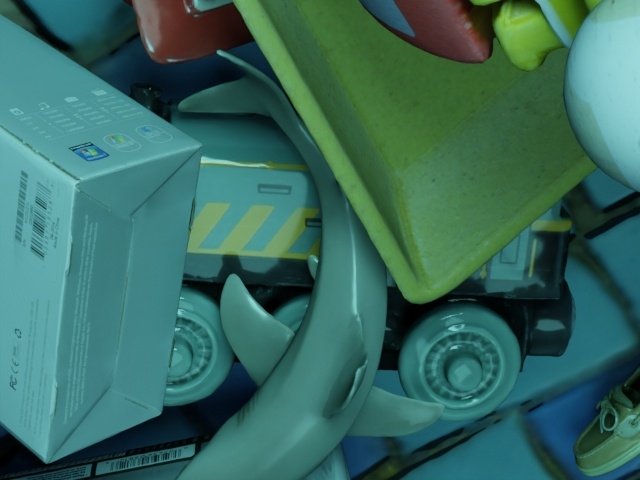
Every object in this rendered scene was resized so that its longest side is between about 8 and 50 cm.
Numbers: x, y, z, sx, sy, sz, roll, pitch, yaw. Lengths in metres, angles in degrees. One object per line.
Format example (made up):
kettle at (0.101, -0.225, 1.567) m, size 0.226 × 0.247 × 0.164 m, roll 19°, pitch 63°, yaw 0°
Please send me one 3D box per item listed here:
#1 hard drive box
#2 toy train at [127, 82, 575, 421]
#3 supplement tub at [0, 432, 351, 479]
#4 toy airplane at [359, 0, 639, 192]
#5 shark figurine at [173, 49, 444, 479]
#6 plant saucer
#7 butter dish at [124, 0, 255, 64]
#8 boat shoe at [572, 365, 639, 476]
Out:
hard drive box at (-0.184, -0.017, 0.959) m, size 0.089 × 0.232 × 0.181 m, roll -21°, pitch 134°, yaw -43°
toy train at (0.000, 0.000, 1.054) m, size 0.334 × 0.142 × 0.190 m, roll 4°, pitch 108°, yaw -6°
supplement tub at (-0.135, 0.245, 1.137) m, size 0.338 × 0.207 × 0.207 m, roll -12°, pitch 121°, yaw 1°
toy airplane at (0.191, -0.128, 0.668) m, size 0.386 × 0.272 × 0.384 m, roll 27°, pitch 151°, yaw -2°
shark figurine at (0.001, 0.035, 0.941) m, size 0.166 × 0.116 × 0.278 m, roll 2°, pitch 101°, yaw -7°
plant saucer at (0.088, -0.189, 0.913) m, size 0.333 × 0.081 × 0.333 m, roll -39°, pitch 125°, yaw -13°
butter dish at (-0.070, -0.191, 0.940) m, size 0.160 × 0.118 × 0.160 m, roll -24°, pitch 114°, yaw -36°
boat shoe at (0.227, 0.101, 1.179) m, size 0.048 × 0.056 × 0.153 m, roll 42°, pitch 108°, yaw -16°
